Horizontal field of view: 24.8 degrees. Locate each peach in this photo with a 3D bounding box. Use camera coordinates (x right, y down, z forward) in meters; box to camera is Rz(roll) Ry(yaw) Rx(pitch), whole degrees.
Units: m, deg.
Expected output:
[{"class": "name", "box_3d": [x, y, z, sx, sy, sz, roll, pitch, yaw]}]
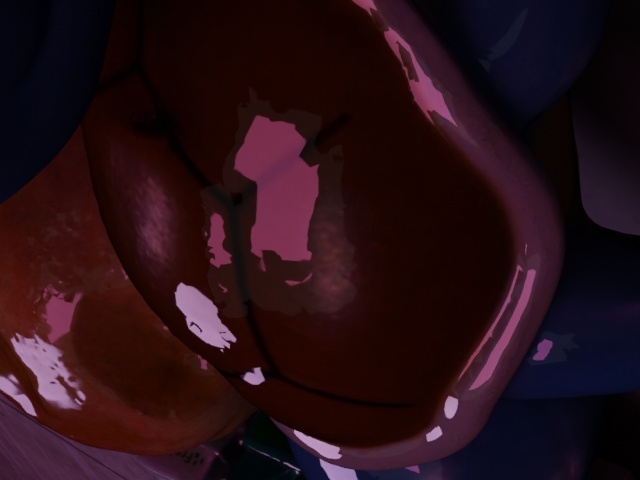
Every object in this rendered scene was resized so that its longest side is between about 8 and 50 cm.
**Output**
[{"class": "peach", "box_3d": [-0.088, -0.013, 0.724, 0.214, 0.214, 0.235, 28, 153, 23]}]

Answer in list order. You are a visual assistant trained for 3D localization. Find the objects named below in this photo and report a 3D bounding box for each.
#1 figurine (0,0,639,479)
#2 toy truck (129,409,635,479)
[{"class": "figurine", "box_3d": [0.016, -0.037, 0.506, 0.298, 0.243, 0.416, 24, 169, 39]}, {"class": "toy truck", "box_3d": [0.040, 0.139, 0.876, 0.363, 0.178, 0.176, 21, 152, 42]}]
